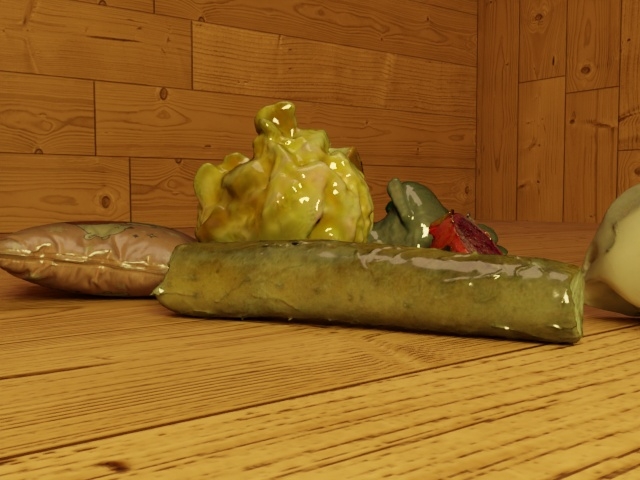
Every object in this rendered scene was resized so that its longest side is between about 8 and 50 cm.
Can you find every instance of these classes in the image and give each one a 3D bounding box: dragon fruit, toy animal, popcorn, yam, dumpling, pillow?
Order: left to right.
[{"bbox_3d":[-0.242,0.019,0.797,0.236,0.084,0.223,5,4,-11],"label":"pillow"},{"bbox_3d":[-0.037,-0.035,0.726,0.187,0.185,0.167,34,32,1],"label":"popcorn"},{"bbox_3d":[0.027,0.038,0.591,0.371,0.083,0.083,1,4,20],"label":"yam"},{"bbox_3d":[0.155,0.011,0.906,0.125,0.127,0.251,-12,-19,40],"label":"toy animal"},{"bbox_3d":[0.148,0.028,0.712,0.112,0.068,0.126,38,27,-24],"label":"dragon fruit"},{"bbox_3d":[0.317,0.013,0.587,0.150,0.176,0.092,32,12,-12],"label":"dumpling"}]

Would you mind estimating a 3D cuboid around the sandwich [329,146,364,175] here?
[{"bbox_3d":[0.000,0.000,1.003,0.108,0.220,0.186,4,41,20],"label":"sandwich"}]
